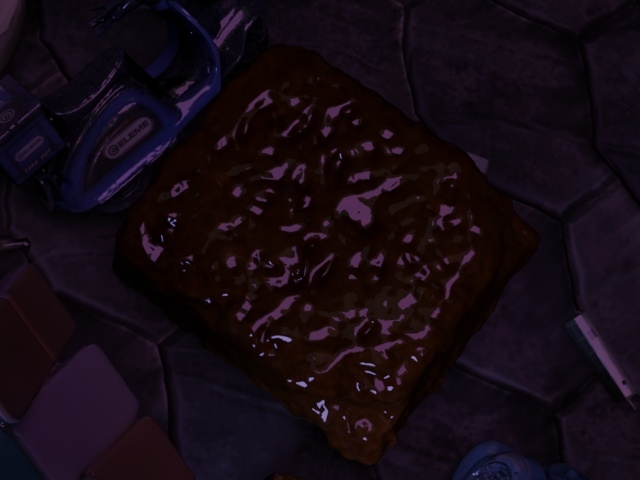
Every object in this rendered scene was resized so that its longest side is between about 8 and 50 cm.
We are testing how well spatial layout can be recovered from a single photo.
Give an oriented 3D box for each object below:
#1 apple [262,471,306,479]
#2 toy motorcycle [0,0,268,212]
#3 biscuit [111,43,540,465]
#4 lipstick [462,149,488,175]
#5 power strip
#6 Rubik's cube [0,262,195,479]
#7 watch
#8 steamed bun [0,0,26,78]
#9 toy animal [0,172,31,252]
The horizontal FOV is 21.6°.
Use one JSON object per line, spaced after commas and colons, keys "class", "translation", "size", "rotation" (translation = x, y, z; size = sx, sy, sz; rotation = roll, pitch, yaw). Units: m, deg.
{"class": "apple", "translation": [-0.025, 0.342, 1.818], "size": [0.158, 0.147, 0.156], "rotation": [33, 40, -13]}
{"class": "toy motorcycle", "translation": [-0.209, -0.181, 1.848], "size": [0.358, 0.212, 0.125], "rotation": [-43, 47, -10]}
{"class": "biscuit", "translation": [0.000, 0.000, 1.846], "size": [0.395, 0.166, 0.343], "rotation": [34, 73, 15]}
{"class": "lipstick", "translation": [0.133, 0.019, 1.959], "size": [0.077, 0.079, 0.253], "rotation": [17, 72, -1]}
{"class": "power strip", "translation": [0.335, 0.144, 1.987], "size": [0.019, 0.051, 0.136], "rotation": [-31, 86, -13]}
{"class": "Rubik's cube", "translation": [-0.357, 0.239, 1.669], "size": [0.387, 0.368, 0.358], "rotation": [-39, 102, -17]}
{"class": "watch", "translation": [0.240, 0.339, 1.870], "size": [0.193, 0.211, 0.211], "rotation": [37, 71, -21]}
{"class": "steamed bun", "translation": [-0.481, -0.263, 1.820], "size": [0.324, 0.206, 0.324], "rotation": [10, 67, -24]}
{"class": "toy animal", "translation": [-0.419, -0.016, 1.833], "size": [0.176, 0.073, 0.217], "rotation": [-12, 77, -35]}
